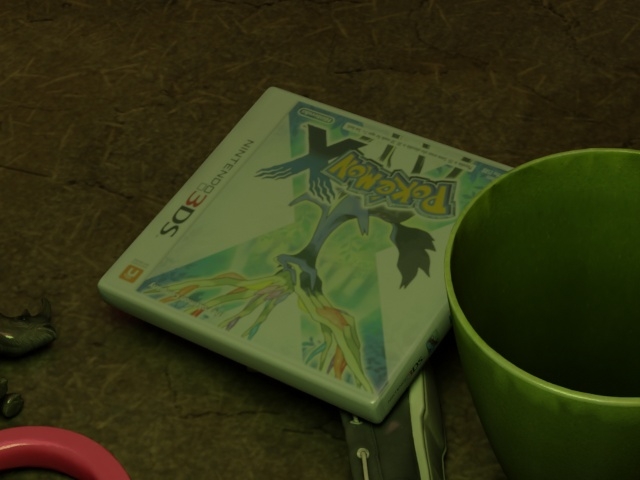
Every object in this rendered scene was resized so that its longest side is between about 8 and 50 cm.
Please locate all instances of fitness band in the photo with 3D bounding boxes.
[{"bbox_3d":[-0.246,0.285,1.523,0.209,0.054,0.291,-17,50,-13],"label":"fitness band"}]

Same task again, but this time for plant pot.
[{"bbox_3d":[0.241,0.122,1.485,0.275,0.293,0.274,-2,46,2],"label":"plant pot"}]

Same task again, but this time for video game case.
[{"bbox_3d":[0.000,0.000,1.668,0.329,0.036,0.300,21,58,30],"label":"video game case"}]

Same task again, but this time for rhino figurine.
[{"bbox_3d":[-0.339,0.130,1.659,0.106,0.073,0.243,25,53,22],"label":"rhino figurine"}]

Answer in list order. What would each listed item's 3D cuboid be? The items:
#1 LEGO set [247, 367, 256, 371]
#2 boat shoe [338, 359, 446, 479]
[{"bbox_3d":[0.000,0.026,1.730,0.093,0.087,0.227,9,49,12],"label":"LEGO set"},{"bbox_3d":[0.061,0.234,1.528,0.096,0.112,0.335,-15,40,13],"label":"boat shoe"}]
